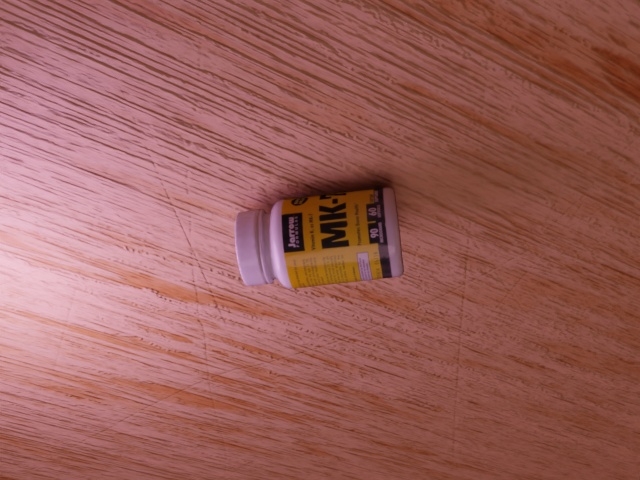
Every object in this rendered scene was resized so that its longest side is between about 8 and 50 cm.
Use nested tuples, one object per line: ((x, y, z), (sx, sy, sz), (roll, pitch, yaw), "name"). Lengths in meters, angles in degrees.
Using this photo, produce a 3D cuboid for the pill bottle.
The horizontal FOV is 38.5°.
((0.000, 0.000, 1.199), (0.208, 0.119, 0.119), (-7, 140, 5), "pill bottle")
